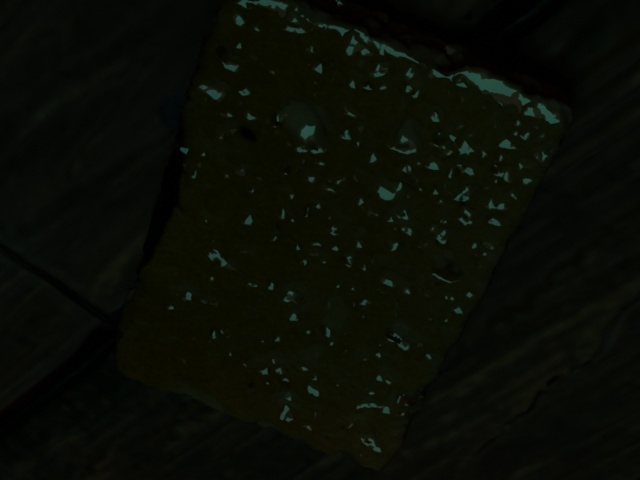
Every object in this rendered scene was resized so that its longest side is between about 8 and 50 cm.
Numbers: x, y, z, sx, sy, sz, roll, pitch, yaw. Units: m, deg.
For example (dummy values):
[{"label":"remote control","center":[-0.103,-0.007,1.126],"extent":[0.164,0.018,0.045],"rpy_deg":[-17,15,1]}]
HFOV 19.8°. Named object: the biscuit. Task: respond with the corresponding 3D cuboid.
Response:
[{"label":"biscuit","center":[0.000,0.000,0.682],"extent":[0.131,0.025,0.231],"rpy_deg":[21,138,-3]}]
